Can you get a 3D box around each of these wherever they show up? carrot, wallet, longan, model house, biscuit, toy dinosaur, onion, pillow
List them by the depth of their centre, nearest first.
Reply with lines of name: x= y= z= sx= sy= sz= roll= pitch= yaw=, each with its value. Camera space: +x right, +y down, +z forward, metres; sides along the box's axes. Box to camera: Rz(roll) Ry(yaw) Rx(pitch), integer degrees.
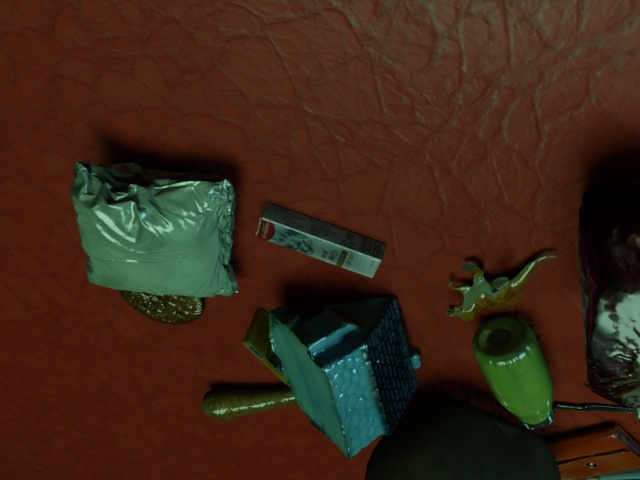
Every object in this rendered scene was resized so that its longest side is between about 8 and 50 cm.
onion: x=0.482 y=0.066 z=0.911 sx=0.260 sy=0.282 sz=0.337 roll=-5 pitch=119 yaw=19
toy dinosaur: x=0.303 y=0.093 z=1.145 sx=0.212 sy=0.057 sz=0.142 roll=-8 pitch=142 yaw=27
pillow: x=-0.276 y=-0.012 z=1.170 sx=0.283 sy=0.138 sz=0.310 roll=9 pitch=139 yaw=-3
model house: x=0.062 y=0.211 z=1.282 sx=0.226 sy=0.241 sz=0.261 roll=35 pitch=146 yaw=53
longan: x=0.286 y=0.519 z=1.383 sx=0.404 sy=0.336 sz=0.405 roll=-1 pitch=102 yaw=-4
biscuit: x=-0.329 y=0.113 z=1.390 sx=0.187 sy=0.027 sz=0.188 roll=10 pitch=135 yaw=10
wallet: x=0.567 y=0.455 z=1.431 sx=0.142 sy=0.045 sz=0.204 roll=41 pitch=132 yaw=-22
carrot: x=-0.140 y=0.368 z=1.562 sx=0.298 sy=0.078 sz=0.078 roll=-13 pitch=129 yaw=23

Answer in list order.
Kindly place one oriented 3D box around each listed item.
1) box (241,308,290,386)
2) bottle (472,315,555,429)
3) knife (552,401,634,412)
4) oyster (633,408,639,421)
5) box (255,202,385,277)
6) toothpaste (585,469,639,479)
box: x=-0.091 y=0.220 z=1.377 sx=0.023 sy=0.087 sz=0.155 roll=-19 pitch=126 yaw=34
bottle: x=0.368 y=0.256 z=1.245 sx=0.112 sy=0.112 sz=0.260 roll=-12 pitch=130 yaw=28
knife: x=0.550 y=0.332 z=1.338 sx=0.170 sy=0.010 sz=0.023 roll=0 pitch=140 yaw=16
oyster: x=0.610 y=0.234 z=1.177 sx=0.166 sy=0.094 sz=0.294 roll=-26 pitch=113 yaw=15
box: x=0.000 y=0.000 z=1.158 sx=0.218 sy=0.040 sz=0.055 roll=19 pitch=138 yaw=-1
toothpaste: x=0.704 y=0.503 z=1.438 sx=0.268 sy=0.047 sz=0.069 roll=-14 pitch=116 yaw=25
